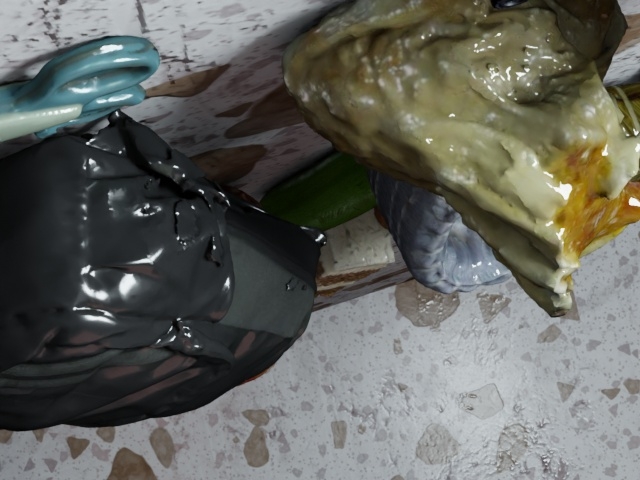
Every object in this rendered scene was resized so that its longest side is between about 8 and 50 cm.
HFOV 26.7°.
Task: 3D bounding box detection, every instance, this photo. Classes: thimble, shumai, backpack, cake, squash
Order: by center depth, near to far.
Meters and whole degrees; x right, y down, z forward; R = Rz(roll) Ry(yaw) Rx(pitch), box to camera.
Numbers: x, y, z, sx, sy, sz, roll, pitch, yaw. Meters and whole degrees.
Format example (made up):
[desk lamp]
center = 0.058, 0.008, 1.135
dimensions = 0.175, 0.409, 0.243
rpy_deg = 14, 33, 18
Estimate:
[shumai]
center = 0.131, -0.067, 1.103
dimensions = 0.314, 0.262, 0.267
rpy_deg = -2, 156, -29
[backpack]
center = -0.193, 0.046, 1.288
dimensions = 0.363, 0.255, 0.445
rpy_deg = -24, 156, 29
[thimble]
center = 0.151, -0.065, 1.412
dimensions = 0.205, 0.172, 0.236
rpy_deg = -35, 152, 11
[squash]
center = 0.015, -0.058, 1.616
dimensions = 0.082, 0.082, 0.292
rpy_deg = -11, 170, -41
[cake]
center = 0.000, 0.000, 1.789
dimensions = 0.134, 0.135, 0.147
rpy_deg = -8, 168, -39

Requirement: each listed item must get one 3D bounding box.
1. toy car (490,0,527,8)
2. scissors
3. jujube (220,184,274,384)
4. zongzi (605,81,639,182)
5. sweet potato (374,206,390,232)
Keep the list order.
[toy car]
center = 0.118, -0.204, 0.868
dimensions = 0.070, 0.080, 0.170
rpy_deg = -22, 171, 23
[scissors]
center = -0.256, -0.085, 0.975
dimensions = 0.289, 0.041, 0.138
rpy_deg = -19, 172, -21
[jujube]
center = -0.120, 0.053, 1.575
dimensions = 0.155, 0.230, 0.155
rpy_deg = -13, -171, 2
[zongzi]
center = 0.439, -0.144, 1.763
dimensions = 0.288, 0.134, 0.286
rpy_deg = -14, 178, 17
[sweet potato]
center = 0.173, -0.038, 1.837
dimensions = 0.314, 0.072, 0.066
rpy_deg = -1, 140, 25
